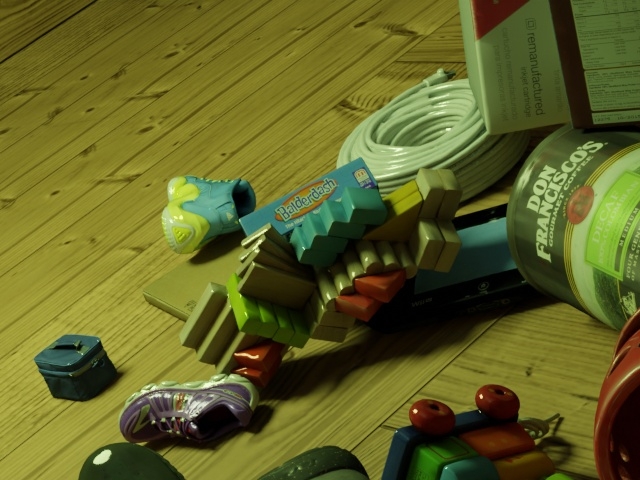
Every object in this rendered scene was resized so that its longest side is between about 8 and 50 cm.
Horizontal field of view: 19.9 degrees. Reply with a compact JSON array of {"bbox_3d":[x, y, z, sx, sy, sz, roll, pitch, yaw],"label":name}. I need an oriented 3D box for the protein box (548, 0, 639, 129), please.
[{"bbox_3d":[0.328,-0.246,1.866,0.136,0.201,0.200,-3,23,26],"label":"protein box"}]

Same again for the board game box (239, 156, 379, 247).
[{"bbox_3d":[0.000,0.000,2.153,0.160,0.210,0.047,-27,64,-5],"label":"board game box"}]

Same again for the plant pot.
[{"bbox_3d":[0.329,0.142,1.541,0.191,0.191,0.174,-18,15,17],"label":"plant pot"}]

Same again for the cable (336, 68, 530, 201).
[{"bbox_3d":[0.147,-0.124,2.393,0.257,0.089,0.257,-28,25,-6],"label":"cable"}]

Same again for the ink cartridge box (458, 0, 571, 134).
[{"bbox_3d":[0.365,-0.311,2.228,0.385,0.279,0.160,-10,27,1],"label":"ink cartridge box"}]

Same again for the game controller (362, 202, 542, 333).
[{"bbox_3d":[0.195,0.019,2.072,0.319,0.067,0.166,-16,25,21],"label":"game controller"}]

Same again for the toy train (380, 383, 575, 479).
[{"bbox_3d":[0.188,0.207,1.661,0.248,0.105,0.143,-7,31,-42],"label":"toy train"}]

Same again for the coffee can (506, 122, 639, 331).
[{"bbox_3d":[0.337,0.001,1.797,0.201,0.201,0.275,-31,24,-14],"label":"coffee can"}]

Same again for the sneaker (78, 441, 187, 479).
[{"bbox_3d":[-0.164,0.296,1.563,0.122,0.146,0.330,-34,50,15],"label":"sneaker"}]

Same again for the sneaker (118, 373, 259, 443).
[{"bbox_3d":[-0.152,0.196,2.045,0.170,0.068,0.071,-16,31,19],"label":"sneaker"}]

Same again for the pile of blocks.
[{"bbox_3d":[0.005,0.046,2.023,0.362,0.149,0.112,-37,38,12],"label":"pile of blocks"}]

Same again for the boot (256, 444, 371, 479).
[{"bbox_3d":[-0.067,0.325,1.640,0.338,0.118,0.222,-33,30,-4],"label":"boot"}]

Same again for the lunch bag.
[{"bbox_3d":[-0.306,0.154,2.282,0.098,0.065,0.067,-1,33,45],"label":"lunch bag"}]

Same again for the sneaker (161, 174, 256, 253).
[{"bbox_3d":[-0.144,-0.044,2.510,0.126,0.091,0.240,-16,18,5],"label":"sneaker"}]

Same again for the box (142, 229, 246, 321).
[{"bbox_3d":[-0.124,0.050,2.377,0.164,0.021,0.201,-33,24,-19],"label":"box"}]
